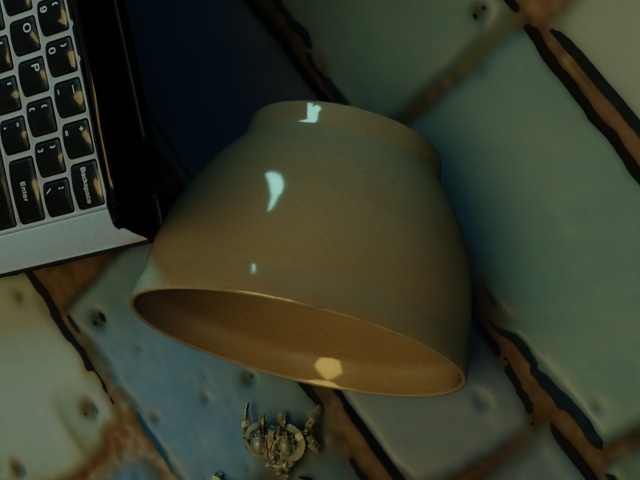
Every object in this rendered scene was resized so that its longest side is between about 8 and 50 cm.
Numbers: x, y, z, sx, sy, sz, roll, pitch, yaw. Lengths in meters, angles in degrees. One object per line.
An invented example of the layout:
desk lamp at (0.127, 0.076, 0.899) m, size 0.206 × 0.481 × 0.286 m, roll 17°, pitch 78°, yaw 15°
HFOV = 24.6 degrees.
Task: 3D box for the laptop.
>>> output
laptop at (-0.223, -0.167, 0.744) m, size 0.408 × 0.236 × 0.382 m, roll -12°, pitch 89°, yaw 31°

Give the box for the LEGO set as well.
LEGO set at (-0.030, 0.119, 0.793) m, size 0.054 × 0.023 × 0.083 m, roll 33°, pitch 110°, yaw 22°

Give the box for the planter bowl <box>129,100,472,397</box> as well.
planter bowl at (0.000, 0.000, 0.702) m, size 0.162 × 0.162 × 0.109 m, roll 3°, pitch 71°, yaw 29°
